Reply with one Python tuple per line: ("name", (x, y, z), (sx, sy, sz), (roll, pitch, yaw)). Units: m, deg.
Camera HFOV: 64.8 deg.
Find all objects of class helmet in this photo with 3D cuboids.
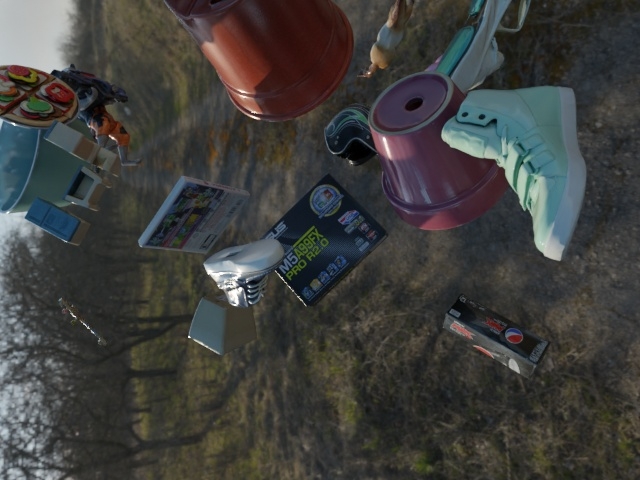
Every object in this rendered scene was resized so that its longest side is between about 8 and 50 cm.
("helmet", (0.110, -0.294, 1.385), (0.162, 0.169, 0.169), (-24, 66, 27))

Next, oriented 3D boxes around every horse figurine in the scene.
("horse figurine", (0.170, -0.507, 1.244), (0.263, 0.066, 0.174), (-63, 2, 31))

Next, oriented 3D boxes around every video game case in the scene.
("video game case", (-0.283, -0.051, 1.141), (0.201, 0.184, 0.023), (-48, 57, 24))

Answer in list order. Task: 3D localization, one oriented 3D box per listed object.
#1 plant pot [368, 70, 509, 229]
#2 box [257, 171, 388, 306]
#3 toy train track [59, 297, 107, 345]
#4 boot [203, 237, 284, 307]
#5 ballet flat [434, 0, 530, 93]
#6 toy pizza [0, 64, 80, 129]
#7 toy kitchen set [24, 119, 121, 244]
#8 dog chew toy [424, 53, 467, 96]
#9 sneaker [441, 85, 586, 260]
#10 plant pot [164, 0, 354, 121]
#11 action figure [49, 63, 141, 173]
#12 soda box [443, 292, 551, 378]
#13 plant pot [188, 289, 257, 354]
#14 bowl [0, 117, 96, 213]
("plant pot", (0.168, -0.145, 0.767), (0.180, 0.201, 0.201), (48, -172, -41))
("box", (0.000, 0.000, 1.266), (0.216, 0.270, 0.060), (48, -175, 13))
("toy train track", (-0.316, 0.110, 0.664), (0.083, 0.014, 0.048), (53, 164, -20))
("boot", (-0.097, 0.052, 0.734), (0.190, 0.069, 0.086), (-6, 118, 55))
("ballet flat", (0.364, -0.454, 1.098), (0.400, 0.139, 0.139), (-67, 30, 15))
("toy pizza", (-0.622, -0.316, 1.080), (0.032, 0.201, 0.201), (-51, 45, 39))
("toy kitchen set", (-0.526, -0.119, 1.004), (0.207, 0.122, 0.166), (-63, -12, -5))
("dog chew toy", (0.439, -0.546, 1.819), (0.331, 0.207, 0.207), (-63, 11, -24))
("sneaker", (0.215, -0.085, 0.586), (0.094, 0.151, 0.255), (78, -159, -49))
("plant pot", (-0.111, -0.384, 0.854), (0.265, 0.273, 0.272), (34, -137, -65))
("action figure", (-0.709, -0.388, 1.521), (0.330, 0.179, 0.341), (59, -167, 5))
("soda box", (0.303, 0.165, 0.878), (0.169, 0.053, 0.060), (30, 150, 27))
("plant pot", (-0.208, 0.169, 1.094), (0.109, 0.109, 0.096), (20, 112, 32))
("bowl", (-0.674, -0.205, 1.250), (0.312, 0.163, 0.311), (-8, 78, 40))
